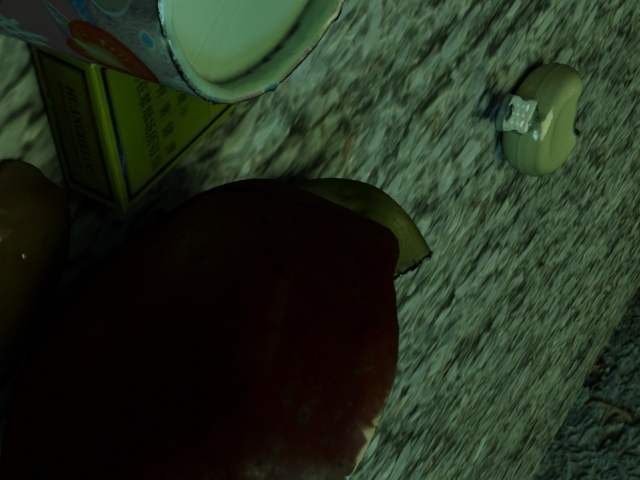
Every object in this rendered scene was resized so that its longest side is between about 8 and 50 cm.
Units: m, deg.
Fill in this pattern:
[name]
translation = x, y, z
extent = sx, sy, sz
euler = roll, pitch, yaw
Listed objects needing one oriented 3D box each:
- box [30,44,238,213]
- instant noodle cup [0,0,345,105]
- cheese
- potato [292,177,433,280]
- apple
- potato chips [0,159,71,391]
[box]
translation = -0.104, -0.143, 0.905
extent = 0.220, 0.064, 0.141
euler = -47, 150, -32
[instant noodle cup]
translation = -0.110, -0.195, 0.643
extent = 0.243, 0.231, 0.243
euler = -46, 150, -36
[cheese]
translation = 0.283, -0.147, 1.676
extent = 0.249, 0.071, 0.163
euler = -33, 139, -51
[potato]
translation = 0.000, 0.000, 1.177
extent = 0.202, 0.182, 0.117
euler = -26, 98, -49
[apple]
translation = -0.073, 0.119, 0.924
extent = 0.365, 0.329, 0.295
euler = -72, 149, -57
[potato chips]
translation = -0.225, 0.045, 0.855
extent = 0.201, 0.049, 0.150
euler = -69, 161, -6
